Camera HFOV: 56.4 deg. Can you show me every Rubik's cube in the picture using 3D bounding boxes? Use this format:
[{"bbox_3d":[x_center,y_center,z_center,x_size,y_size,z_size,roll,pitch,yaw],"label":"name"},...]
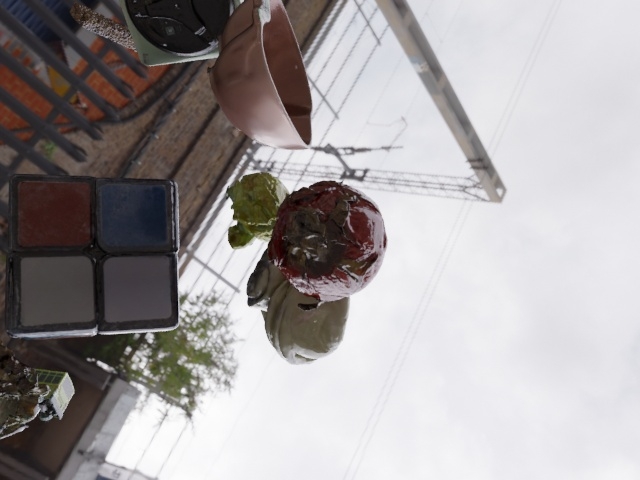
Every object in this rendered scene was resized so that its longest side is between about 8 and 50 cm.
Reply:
[{"bbox_3d":[-0.478,0.045,1.271,0.318,0.313,0.316,153,-65,-67],"label":"Rubik's cube"}]

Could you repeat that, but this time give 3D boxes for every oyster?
[{"bbox_3d":[-0.598,0.234,1.002,0.198,0.260,0.092,-48,-179,9],"label":"oyster"}]

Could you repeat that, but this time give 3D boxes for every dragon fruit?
[{"bbox_3d":[0.001,-0.004,1.038,0.224,0.148,0.218,-33,-102,8],"label":"dragon fruit"}]

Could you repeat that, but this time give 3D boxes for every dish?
[{"bbox_3d":[-0.082,-0.215,0.773,0.090,0.213,0.213,-12,-129,14],"label":"dish"}]

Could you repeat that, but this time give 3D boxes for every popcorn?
[{"bbox_3d":[-0.171,-0.073,1.569,0.212,0.198,0.198,-51,-139,17],"label":"popcorn"}]

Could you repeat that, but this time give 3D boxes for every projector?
[{"bbox_3d":[-0.299,-0.514,1.283,0.259,0.257,0.079,-6,-140,6],"label":"projector"}]

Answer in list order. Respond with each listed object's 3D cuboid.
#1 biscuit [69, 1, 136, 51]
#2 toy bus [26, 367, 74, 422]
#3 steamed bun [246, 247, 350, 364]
[{"bbox_3d":[-0.482,-0.487,1.384,0.034,0.199,0.064,-49,-118,18],"label":"biscuit"},{"bbox_3d":[-0.679,0.352,1.394,0.175,0.088,0.101,6,-140,7],"label":"toy bus"},{"bbox_3d":[-0.062,0.124,1.308,0.268,0.207,0.280,121,-25,-58],"label":"steamed bun"}]
